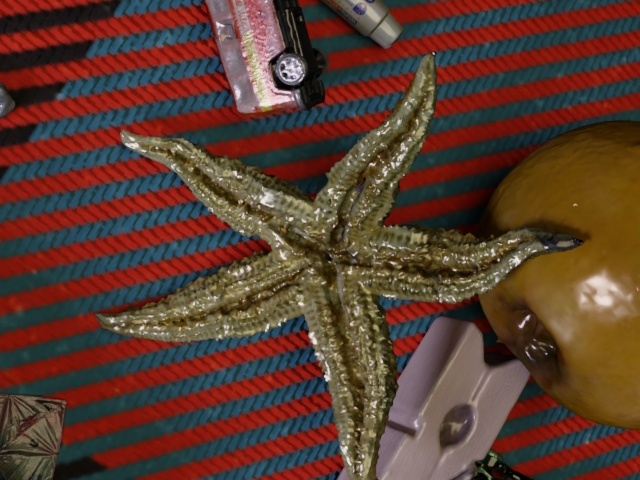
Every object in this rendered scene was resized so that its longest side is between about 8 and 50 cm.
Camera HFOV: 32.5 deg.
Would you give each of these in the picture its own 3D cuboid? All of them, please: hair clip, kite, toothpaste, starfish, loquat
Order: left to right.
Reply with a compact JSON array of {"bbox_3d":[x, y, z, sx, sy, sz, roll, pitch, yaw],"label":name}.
[{"bbox_3d":[-0.271,0.175,0.890,0.152,0.005,0.137,-36,100,-13],"label":"kite"},{"bbox_3d":[-0.015,-0.245,0.944,0.218,0.033,0.052,39,88,-13],"label":"toothpaste"},{"bbox_3d":[-0.001,-0.002,0.883,0.358,0.078,0.347,42,106,9],"label":"starfish"},{"bbox_3d":[0.068,0.227,0.963,0.101,0.085,0.331,37,80,-18],"label":"hair clip"},{"bbox_3d":[0.279,0.022,0.926,0.275,0.275,0.275,-1,93,-18],"label":"loquat"}]

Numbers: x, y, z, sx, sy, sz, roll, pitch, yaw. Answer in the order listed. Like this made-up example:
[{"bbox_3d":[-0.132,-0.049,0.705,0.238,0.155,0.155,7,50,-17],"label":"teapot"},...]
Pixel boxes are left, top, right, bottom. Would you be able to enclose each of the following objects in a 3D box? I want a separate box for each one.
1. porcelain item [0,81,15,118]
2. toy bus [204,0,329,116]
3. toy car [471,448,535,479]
[{"bbox_3d":[-0.283,-0.112,0.863,0.083,0.028,0.036,5,108,-20],"label":"porcelain item"},{"bbox_3d":[-0.051,-0.188,0.904,0.077,0.079,0.174,-13,100,19],"label":"toy bus"},{"bbox_3d":[0.187,0.249,1.020,0.143,0.054,0.073,32,82,-18],"label":"toy car"}]
